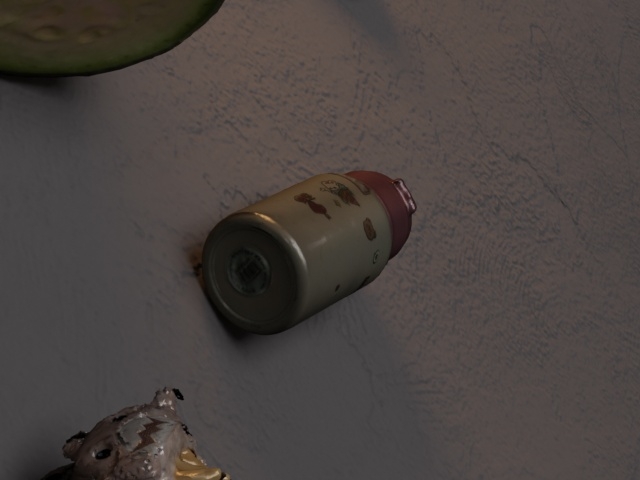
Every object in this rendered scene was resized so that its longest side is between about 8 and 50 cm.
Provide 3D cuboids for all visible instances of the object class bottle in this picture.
[{"bbox_3d":[0.000,0.000,1.688,0.233,0.110,0.110,-28,90,-56],"label":"bottle"}]

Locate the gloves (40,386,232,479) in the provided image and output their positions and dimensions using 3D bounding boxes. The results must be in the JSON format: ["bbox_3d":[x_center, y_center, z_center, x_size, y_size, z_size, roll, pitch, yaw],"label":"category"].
[{"bbox_3d":[-0.142,0.174,1.356,0.094,0.144,0.110,42,17,-25],"label":"gloves"}]

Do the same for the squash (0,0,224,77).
[{"bbox_3d":[-0.223,-0.356,1.512,0.263,0.263,0.384,15,55,-47],"label":"squash"}]
